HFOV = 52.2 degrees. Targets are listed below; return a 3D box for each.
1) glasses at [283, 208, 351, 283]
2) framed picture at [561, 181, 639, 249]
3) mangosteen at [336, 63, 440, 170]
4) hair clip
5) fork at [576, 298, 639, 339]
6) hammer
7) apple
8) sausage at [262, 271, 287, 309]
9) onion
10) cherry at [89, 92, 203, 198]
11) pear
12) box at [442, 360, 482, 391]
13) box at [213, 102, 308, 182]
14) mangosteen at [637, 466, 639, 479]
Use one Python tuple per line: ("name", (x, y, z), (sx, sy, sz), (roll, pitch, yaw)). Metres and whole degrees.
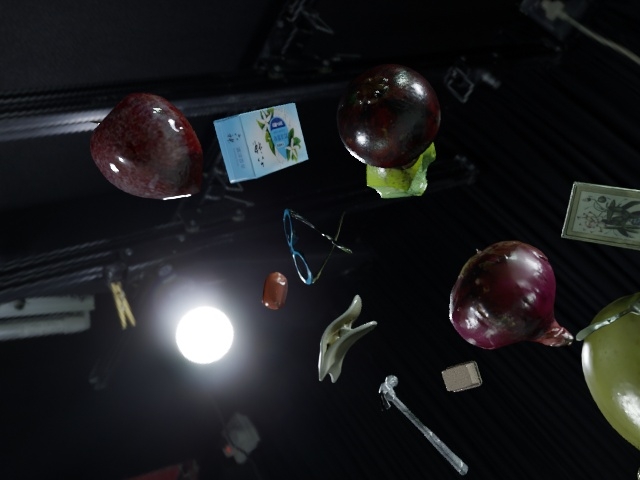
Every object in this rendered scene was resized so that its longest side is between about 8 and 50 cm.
("glasses", (-0.012, -0.008, 1.922), (0.207, 0.239, 0.102), (-27, -19, 13))
("framed picture", (0.743, -0.058, 1.652), (0.010, 0.231, 0.173), (-59, -28, -50))
("mangosteen", (0.188, -0.333, 1.816), (0.311, 0.311, 0.311), (-28, -30, -18))
("hair clip", (0.072, 0.320, 2.134), (0.282, 0.113, 0.172), (-51, -22, 1))
("fork", (0.695, 0.183, 1.534), (0.219, 0.034, 0.028), (-27, -35, -8))
("hammer", (0.368, 0.660, 2.306), (0.044, 0.427, 0.152), (-45, 2, 31))
("apple", (0.915, 0.336, 1.669), (0.474, 0.473, 0.473), (-28, -30, -18))
("sausage", (-0.111, 0.127, 1.637), (0.059, 0.054, 0.094), (37, -121, -63))
("onion", (0.583, 0.195, 1.945), (0.348, 0.385, 0.348), (-50, -8, -9))
("cherry", (-0.395, -0.211, 1.511), (0.230, 0.300, 0.203), (-52, 0, -8))
("pear", (0.268, -0.277, 2.166), (0.282, 0.176, 0.286), (9, -86, -70))
("box", (0.485, 0.473, 2.262), (0.122, 0.089, 0.062), (-25, -18, 34))
("box", (-0.132, -0.229, 1.514), (0.083, 0.142, 0.232), (-7, 13, 31))
("mangosteen", (0.737, 0.578, 1.312), (0.288, 0.288, 0.288), (-28, -30, -18))
